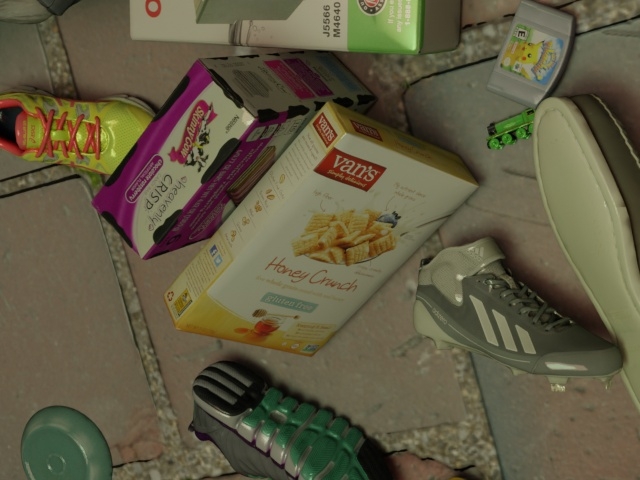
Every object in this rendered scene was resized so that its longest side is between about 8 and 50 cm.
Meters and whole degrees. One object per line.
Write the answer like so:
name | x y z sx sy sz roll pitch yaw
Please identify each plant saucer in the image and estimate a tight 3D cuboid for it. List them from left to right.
plant saucer | -0.282 0.239 1.287 0.119 0.021 0.119 6 104 24

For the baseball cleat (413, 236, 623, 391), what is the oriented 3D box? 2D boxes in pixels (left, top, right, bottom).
baseball cleat | 0.159 0.056 0.998 0.205 0.072 0.110 10 105 40

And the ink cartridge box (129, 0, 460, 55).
ink cartridge box | -0.023 -0.263 1.006 0.272 0.115 0.198 6 104 23

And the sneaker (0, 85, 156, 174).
sneaker | -0.252 -0.103 1.157 0.208 0.094 0.082 8 103 21

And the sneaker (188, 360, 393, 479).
sneaker | -0.030 0.208 1.151 0.223 0.083 0.098 34 136 16

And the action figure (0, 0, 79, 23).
action figure | -0.298 -0.288 1.106 0.330 0.178 0.341 -4 56 36

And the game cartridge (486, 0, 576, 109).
game cartridge | 0.178 -0.154 0.989 0.056 0.017 0.083 25 103 19

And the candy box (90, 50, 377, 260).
candy box | -0.065 -0.078 1.000 0.071 0.233 0.159 46 116 10

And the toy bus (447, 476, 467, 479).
toy bus | 0.098 0.348 1.037 0.149 0.211 0.220 30 110 17

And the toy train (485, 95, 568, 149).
toy train | 0.177 -0.100 1.009 0.083 0.017 0.024 -20 83 26

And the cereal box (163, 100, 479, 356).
cereal box | 0.000 0.000 1.027 0.240 0.173 0.047 -48 49 26

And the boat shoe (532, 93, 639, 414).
boat shoe | 0.264 0.017 0.951 0.091 0.109 0.305 -24 91 -14
